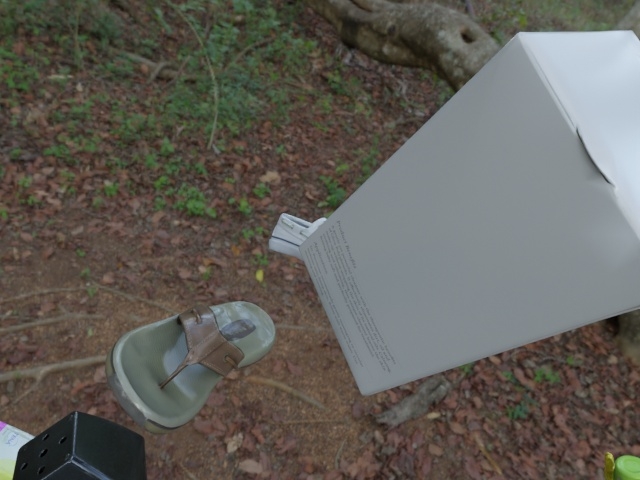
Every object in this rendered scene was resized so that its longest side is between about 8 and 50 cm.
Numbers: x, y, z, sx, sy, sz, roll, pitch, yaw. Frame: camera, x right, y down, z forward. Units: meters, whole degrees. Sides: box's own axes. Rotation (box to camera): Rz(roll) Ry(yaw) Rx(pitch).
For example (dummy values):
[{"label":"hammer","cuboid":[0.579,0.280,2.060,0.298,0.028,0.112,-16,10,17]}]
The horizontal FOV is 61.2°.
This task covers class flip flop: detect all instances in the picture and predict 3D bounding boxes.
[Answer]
[{"label":"flip flop","cuboid":[-0.120,0.113,0.595,0.112,0.080,0.277,50,23,11]}]

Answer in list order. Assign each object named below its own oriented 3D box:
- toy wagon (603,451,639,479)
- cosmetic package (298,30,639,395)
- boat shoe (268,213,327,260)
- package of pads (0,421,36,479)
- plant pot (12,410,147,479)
[{"label":"toy wagon","cuboid":[0.560,0.520,0.965,0.068,0.267,0.344,0,21,23]},{"label":"cosmetic package","cuboid":[0.143,0.004,0.506,0.155,0.365,0.197,-15,76,-34]},{"label":"boat shoe","cuboid":[0.000,0.000,0.886,0.226,0.076,0.083,13,4,37]},{"label":"package of pads","cuboid":[-0.768,0.573,1.324,0.296,0.101,0.229,30,9,-8]},{"label":"plant pot","cuboid":[-0.443,0.428,0.980,0.188,0.167,0.187,-33,31,-4]}]
